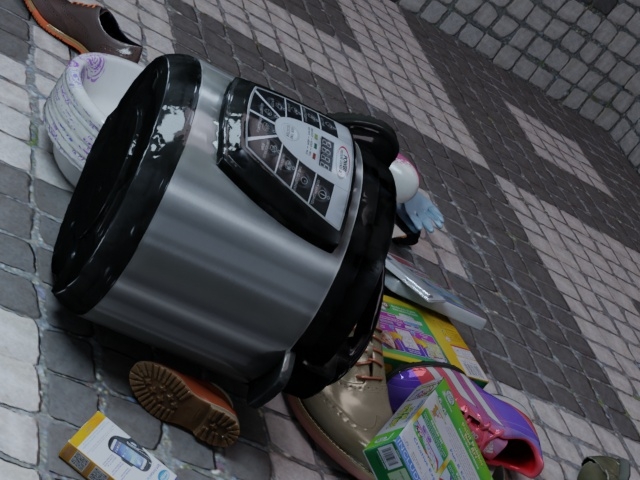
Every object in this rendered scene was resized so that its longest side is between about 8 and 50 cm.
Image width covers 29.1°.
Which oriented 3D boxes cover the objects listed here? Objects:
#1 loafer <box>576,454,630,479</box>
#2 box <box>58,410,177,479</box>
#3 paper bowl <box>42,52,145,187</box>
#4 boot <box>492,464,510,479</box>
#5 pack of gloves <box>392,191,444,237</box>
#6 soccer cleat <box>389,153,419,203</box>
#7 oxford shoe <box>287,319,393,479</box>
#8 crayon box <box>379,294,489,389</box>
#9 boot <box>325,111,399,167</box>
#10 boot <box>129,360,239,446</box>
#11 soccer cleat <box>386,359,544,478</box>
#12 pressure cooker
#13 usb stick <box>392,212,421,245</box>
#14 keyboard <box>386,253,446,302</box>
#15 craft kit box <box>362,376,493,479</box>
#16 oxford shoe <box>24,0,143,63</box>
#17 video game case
[{"bbox_3d":[0.464,0.423,2.049,0.087,0.094,0.251,16,11,9],"label":"loafer"},{"bbox_3d":[-0.222,0.260,1.397,0.136,0.028,0.081,41,23,0],"label":"box"},{"bbox_3d":[-0.292,-0.146,1.884,0.284,0.148,0.284,32,24,-16],"label":"paper bowl"},{"bbox_3d":[0.316,0.408,1.899,0.114,0.037,0.106,26,39,-20],"label":"boot"},{"bbox_3d":[0.117,-0.063,2.422,0.195,0.046,0.232,-12,41,-29],"label":"pack of gloves"},{"bbox_3d":[0.029,-0.150,2.368,0.331,0.116,0.143,28,25,29],"label":"soccer cleat"},{"bbox_3d":[0.032,0.178,1.762,0.140,0.146,0.397,14,34,-49],"label":"oxford shoe"},{"bbox_3d":[0.126,0.174,1.995,0.278,0.081,0.165,18,30,-40],"label":"crayon box"},{"bbox_3d":[-0.020,-0.066,1.993,0.347,0.131,0.260,-6,51,-10],"label":"boot"},{"bbox_3d":[-0.173,0.195,1.561,0.158,0.059,0.085,37,15,-15],"label":"boot"},{"bbox_3d":[0.228,0.280,1.921,0.318,0.109,0.116,27,24,-33],"label":"soccer cleat"},{"bbox_3d":[-0.097,-0.009,1.621,0.420,0.370,0.375,26,2,-20],"label":"pressure cooker"},{"bbox_3d":[0.108,-0.094,2.509,0.077,0.045,0.278,0,44,-44],"label":"usb stick"},{"bbox_3d":[0.102,0.026,2.065,0.256,0.014,0.072,40,10,24],"label":"keyboard"},{"bbox_3d":[0.168,0.339,1.668,0.250,0.061,0.246,65,27,-3],"label":"craft kit box"},{"bbox_3d":[-0.423,-0.394,2.208,0.271,0.098,0.097,42,23,8],"label":"oxford shoe"},{"bbox_3d":[0.147,0.064,2.188,0.204,0.025,0.285,25,8,-30],"label":"video game case"}]
